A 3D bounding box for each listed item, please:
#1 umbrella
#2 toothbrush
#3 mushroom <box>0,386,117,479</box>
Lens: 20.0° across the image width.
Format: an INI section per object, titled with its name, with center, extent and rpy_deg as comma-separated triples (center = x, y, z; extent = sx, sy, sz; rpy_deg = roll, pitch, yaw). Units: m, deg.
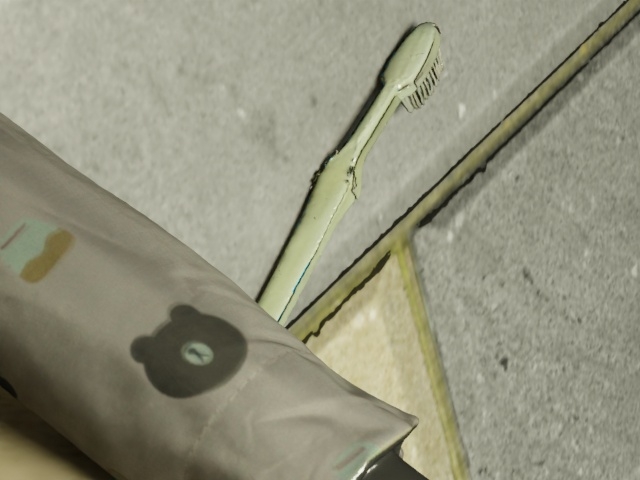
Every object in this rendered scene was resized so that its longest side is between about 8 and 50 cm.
[umbrella]
center = -0.077, 0.020, 0.585
extent = 0.073, 0.337, 0.067
rpy_deg = -35, 151, -40
[toothbrush]
center = -0.002, -0.003, 0.923
extent = 0.294, 0.026, 0.028
rpy_deg = -58, 137, -30
[mushroom]
center = -0.096, 0.199, 0.645
extent = 0.292, 0.292, 0.290
rpy_deg = -10, 120, -53
